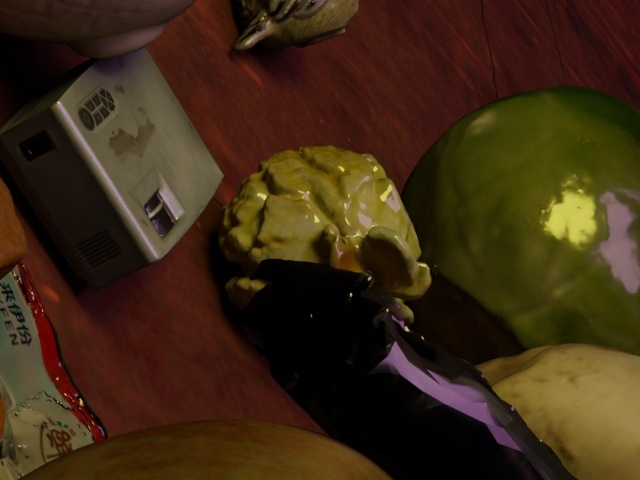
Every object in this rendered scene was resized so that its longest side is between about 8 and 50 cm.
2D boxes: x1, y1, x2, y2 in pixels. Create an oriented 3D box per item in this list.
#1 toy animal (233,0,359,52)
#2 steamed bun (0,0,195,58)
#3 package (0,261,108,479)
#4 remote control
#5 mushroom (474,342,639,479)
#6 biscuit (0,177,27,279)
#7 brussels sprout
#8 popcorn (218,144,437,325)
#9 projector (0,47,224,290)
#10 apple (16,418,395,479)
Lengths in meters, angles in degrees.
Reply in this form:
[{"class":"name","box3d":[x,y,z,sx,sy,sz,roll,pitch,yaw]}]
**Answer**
[{"class":"toy animal","box3d":[-0.031,-0.200,1.379,0.137,0.098,0.098,-21,86,-46]},{"class":"steamed bun","box3d":[-0.159,-0.183,0.997,0.177,0.130,0.228,39,20,26]},{"class":"package","box3d":[-0.179,0.071,0.833,0.232,0.040,0.166,0,64,-66]},{"class":"remote control","box3d":[0.111,0.161,0.827,0.399,0.062,0.144,47,-17,-22]},{"class":"mushroom","box3d":[0.177,0.249,1.095,0.315,0.315,0.356,29,57,-54]},{"class":"biscuit","box3d":[-0.232,0.001,0.737,0.186,0.044,0.295,39,28,-12]},{"class":"brussels sprout","box3d":[0.197,0.034,1.430,0.344,0.268,0.344,-2,90,-65]},{"class":"popcorn","box3d":[0.000,0.000,1.177,0.141,0.162,0.135,13,83,-18]},{"class":"projector","box3d":[-0.127,-0.049,1.040,0.115,0.061,0.147,57,23,-13]},{"class":"apple","box3d":[-0.052,0.202,0.718,0.257,0.234,0.257,57,20,-33]}]
